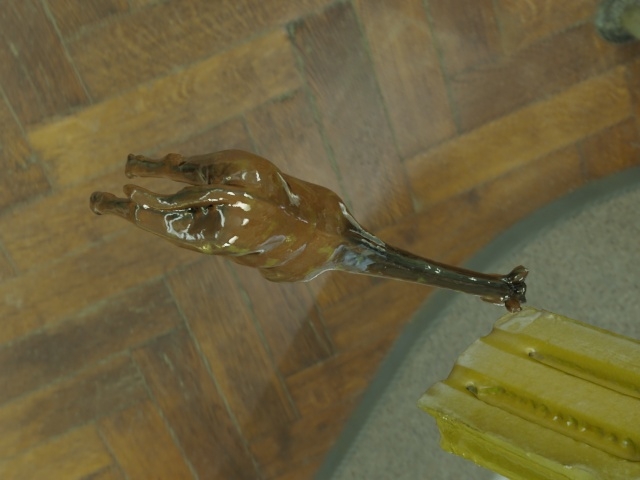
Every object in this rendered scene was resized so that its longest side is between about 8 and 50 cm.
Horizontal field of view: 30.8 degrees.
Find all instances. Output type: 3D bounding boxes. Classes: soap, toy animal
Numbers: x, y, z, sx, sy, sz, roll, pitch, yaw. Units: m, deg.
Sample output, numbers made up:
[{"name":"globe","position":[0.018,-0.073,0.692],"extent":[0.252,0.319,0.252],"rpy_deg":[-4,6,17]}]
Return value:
[{"name":"soap","position":[0.283,0.191,1.263],"extent":[0.199,0.315,0.091],"rpy_deg":[-40,124,-28]},{"name":"toy animal","position":[0.000,0.000,0.724],"extent":[0.224,0.230,0.066],"rpy_deg":[29,72,-64]}]
